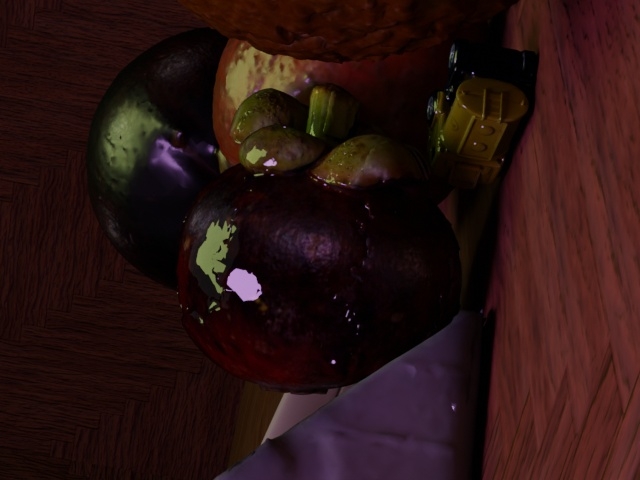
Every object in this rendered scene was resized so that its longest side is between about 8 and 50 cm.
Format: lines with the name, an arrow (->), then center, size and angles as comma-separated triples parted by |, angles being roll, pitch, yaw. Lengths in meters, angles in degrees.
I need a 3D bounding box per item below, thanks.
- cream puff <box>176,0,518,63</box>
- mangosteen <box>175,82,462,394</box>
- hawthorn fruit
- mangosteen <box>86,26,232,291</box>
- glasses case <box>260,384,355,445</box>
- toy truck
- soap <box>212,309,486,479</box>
cream puff -> 0.047, -0.223, 0.857 | 0.303, 0.212, 0.303 | 17, -90, -89
mangosteen -> 0.000, 0.000, 1.022 | 0.166, 0.166, 0.180 | -112, 24, -83
hawthorn fruit -> 0.025, -0.102, 1.150 | 0.189, 0.189, 0.189 | -170, 90, -86
mangosteen -> -0.089, -0.064, 1.895 | 0.347, 0.307, 0.307 | 48, 135, 45
glasses case -> -0.038, 0.247, 1.232 | 0.336, 0.076, 0.144 | -64, -10, -47
toy truck -> 0.088, -0.068, 1.000 | 0.083, 0.049, 0.054 | 109, 169, -59
soap -> -0.057, 0.171, 0.944 | 0.159, 0.258, 0.302 | 105, 175, -58
